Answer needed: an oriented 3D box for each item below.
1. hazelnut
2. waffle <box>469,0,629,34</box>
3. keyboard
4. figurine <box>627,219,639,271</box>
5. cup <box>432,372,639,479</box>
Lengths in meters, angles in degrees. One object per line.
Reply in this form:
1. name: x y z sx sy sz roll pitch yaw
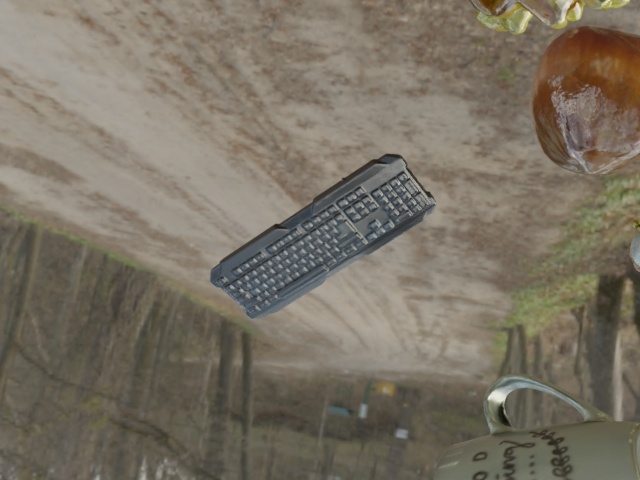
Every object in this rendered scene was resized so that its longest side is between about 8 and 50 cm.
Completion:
1. hazelnut: 0.326 -0.166 0.943 0.182 0.182 0.182 10 172 1
2. waffle: 0.135 -0.322 0.650 0.068 0.325 0.302 -31 -137 -30
3. keyboard: 0.000 0.000 0.907 0.262 0.016 0.106 -33 122 16
4. figurine: 0.452 0.033 1.018 0.101 0.143 0.068 -20 142 3
5. cup: 0.271 0.265 0.931 0.234 0.258 0.186 -28 139 33
